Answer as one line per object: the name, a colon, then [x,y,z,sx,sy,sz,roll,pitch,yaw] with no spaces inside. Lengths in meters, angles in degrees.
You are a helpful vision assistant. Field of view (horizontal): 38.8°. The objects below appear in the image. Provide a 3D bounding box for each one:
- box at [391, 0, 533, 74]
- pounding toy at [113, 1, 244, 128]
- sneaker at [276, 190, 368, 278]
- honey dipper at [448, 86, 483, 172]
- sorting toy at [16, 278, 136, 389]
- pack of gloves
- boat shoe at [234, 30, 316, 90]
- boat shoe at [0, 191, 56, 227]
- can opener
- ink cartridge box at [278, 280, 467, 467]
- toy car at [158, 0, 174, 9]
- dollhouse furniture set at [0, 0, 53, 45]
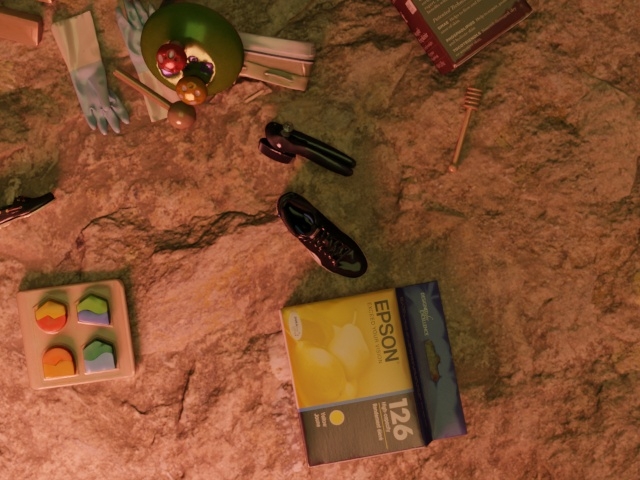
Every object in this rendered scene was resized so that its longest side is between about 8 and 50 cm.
box: [0.236,-0.426,1.604,0.167,0.168,0.203,-35,95,3]
pounding toy: [-0.245,-0.286,1.565,0.183,0.110,0.237,34,131,-21]
sneaker: [0.000,0.000,1.665,0.217,0.121,0.079,42,94,-5]
honey dipper: [0.270,-0.205,1.698,0.030,0.030,0.160,13,98,-2]
sorting toy: [-0.463,0.178,1.716,0.208,0.038,0.193,-7,96,0]
pack of gloves: [-0.368,-0.320,1.666,0.195,0.046,0.232,-20,96,2]
boat shoe: [-0.160,-0.330,1.640,0.302,0.109,0.094,6,100,-3]
boat shoe: [-0.555,-0.061,1.685,0.133,0.049,0.042,-21,104,5]
can opener: [-0.021,-0.170,1.689,0.186,0.073,0.059,18,56,-6]
ink cartridge box: [0.099,0.248,1.700,0.307,0.072,0.303,-11,86,3]
toy car: [-0.270,-0.485,1.608,0.155,0.149,0.188,38,102,7]
dollhouse furniture set: [-0.536,-0.459,1.658,0.144,0.123,0.151,14,130,-2]
